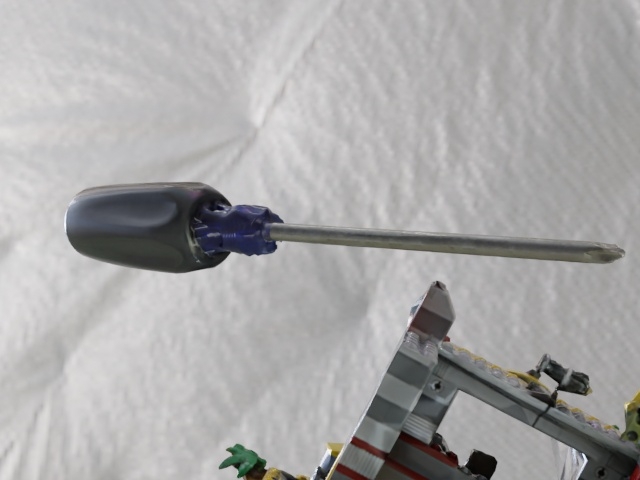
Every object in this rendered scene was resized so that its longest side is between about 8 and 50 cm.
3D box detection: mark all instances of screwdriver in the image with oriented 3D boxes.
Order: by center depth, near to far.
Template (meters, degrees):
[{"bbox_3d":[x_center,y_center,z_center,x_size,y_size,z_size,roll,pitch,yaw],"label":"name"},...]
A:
[{"bbox_3d":[0.000,0.000,0.372,0.170,0.025,0.024,6,-108,41],"label":"screwdriver"}]

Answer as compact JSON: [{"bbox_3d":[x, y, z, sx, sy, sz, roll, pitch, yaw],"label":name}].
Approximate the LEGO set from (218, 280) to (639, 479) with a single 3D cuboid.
[{"bbox_3d":[0.108,0.135,0.574,0.331,0.255,0.192,29,-84,11],"label":"LEGO set"}]
